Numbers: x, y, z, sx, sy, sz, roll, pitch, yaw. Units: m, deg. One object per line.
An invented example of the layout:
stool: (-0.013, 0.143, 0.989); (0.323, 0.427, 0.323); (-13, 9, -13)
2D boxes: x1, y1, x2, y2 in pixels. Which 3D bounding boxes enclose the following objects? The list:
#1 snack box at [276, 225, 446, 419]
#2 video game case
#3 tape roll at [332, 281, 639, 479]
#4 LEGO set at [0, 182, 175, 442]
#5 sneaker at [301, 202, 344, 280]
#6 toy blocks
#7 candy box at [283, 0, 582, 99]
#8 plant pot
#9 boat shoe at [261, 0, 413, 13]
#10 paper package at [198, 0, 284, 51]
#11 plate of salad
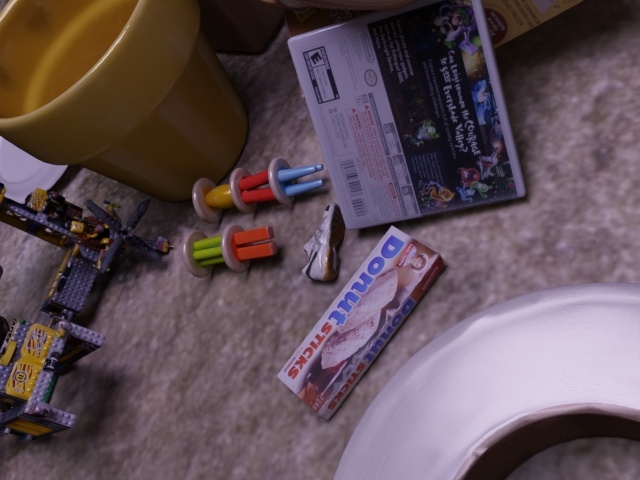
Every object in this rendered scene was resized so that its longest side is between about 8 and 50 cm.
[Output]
snack box: (0.037, 0.073, 0.661); (0.064, 0.022, 0.178); (34, 85, 42)
video game case: (0.078, -0.112, 0.650); (0.173, 0.190, 0.022); (-11, 19, 23)
tape roll: (0.180, 0.215, 0.457); (0.392, 0.072, 0.392); (-16, 55, 24)
LEGO set: (-0.324, 0.054, 0.747); (0.192, 0.255, 0.331); (-28, 34, 51)
sneaker: (0.000, 0.000, 0.722); (0.037, 0.032, 0.083); (-5, 60, 30)
toy blocks: (-0.068, -0.027, 0.766); (0.148, 0.054, 0.123); (-12, 57, 26)
candy box: (0.114, -0.263, 0.684); (0.316, 0.087, 0.183); (-24, 62, 26)
plant pot: (-0.211, -0.169, 0.820); (0.254, 0.239, 0.254); (-16, 55, 25)
boat shoe: (-0.028, -0.276, 0.667); (0.341, 0.110, 0.122); (32, 87, 32)
paper package: (-0.219, -0.402, 0.907); (0.309, 0.325, 0.168); (15, 73, 37)
plate of salad: (-0.408, -0.144, 1.057); (0.199, 0.048, 0.200); (-11, 68, 30)
